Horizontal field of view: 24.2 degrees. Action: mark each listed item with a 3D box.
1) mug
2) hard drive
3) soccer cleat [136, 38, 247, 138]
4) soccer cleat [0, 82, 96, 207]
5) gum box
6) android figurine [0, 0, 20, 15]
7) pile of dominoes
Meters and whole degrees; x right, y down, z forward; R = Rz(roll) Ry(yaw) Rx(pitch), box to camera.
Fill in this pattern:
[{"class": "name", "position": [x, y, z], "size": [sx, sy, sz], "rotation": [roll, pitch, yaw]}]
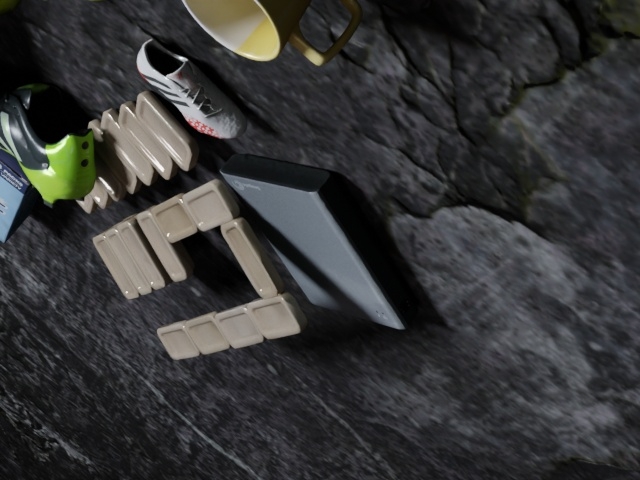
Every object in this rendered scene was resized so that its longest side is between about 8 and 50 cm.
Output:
[{"class": "mug", "position": [-0.023, -0.126, 0.730], "size": [0.062, 0.064, 0.078], "rotation": [8, 143, 50]}, {"class": "hard drive", "position": [0.000, 0.000, 0.989], "size": [0.094, 0.022, 0.135], "rotation": [14, 147, 45]}, {"class": "soccer cleat", "position": [-0.080, -0.093, 0.925], "size": [0.083, 0.029, 0.035], "rotation": [40, 162, 7]}, {"class": "soccer cleat", "position": [-0.225, -0.093, 1.116], "size": [0.179, 0.060, 0.072], "rotation": [35, 126, 32]}, {"class": "gum box", "position": [-0.305, -0.083, 1.261], "size": [0.157, 0.041, 0.184], "rotation": [40, 158, -4]}, {"class": "android figurine", "position": [-0.212, -0.208, 0.800], "size": [0.248, 0.056, 0.273], "rotation": [20, 159, -10]}, {"class": "pile of dominoes", "position": [-0.103, -0.012, 1.096], "size": [0.196, 0.040, 0.251], "rotation": [60, 151, -7]}]
